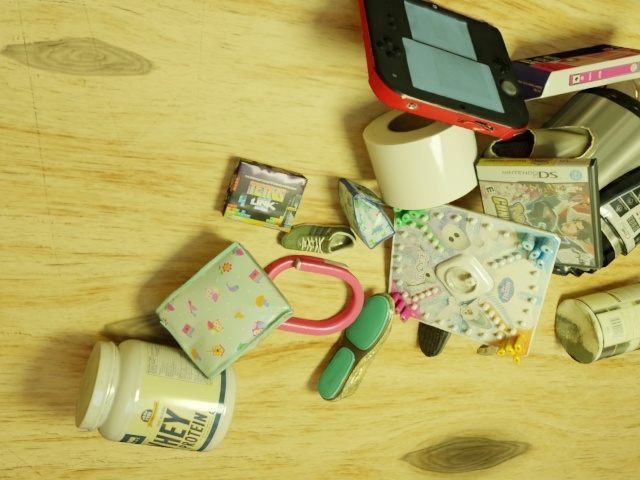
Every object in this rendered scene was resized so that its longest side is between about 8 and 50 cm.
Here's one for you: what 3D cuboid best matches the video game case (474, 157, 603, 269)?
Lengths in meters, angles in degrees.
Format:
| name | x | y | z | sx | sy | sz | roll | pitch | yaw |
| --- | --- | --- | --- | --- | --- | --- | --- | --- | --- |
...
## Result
| name | x | y | z | sx | sy | sz | roll | pitch | yaw |
| --- | --- | --- | --- | --- | --- | --- | --- | --- | --- |
| video game case | 0.487 | -0.059 | 1.395 | 0.035 | 0.248 | 0.274 | -52 | 134 | -40 |

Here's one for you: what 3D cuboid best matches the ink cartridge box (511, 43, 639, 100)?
| name | x | y | z | sx | sy | sz | roll | pitch | yaw |
| --- | --- | --- | --- | --- | --- | --- | --- | --- | --- |
| ink cartridge box | 0.593 | -0.411 | 1.526 | 0.371 | 0.176 | 0.069 | -16 | 117 | -12 |

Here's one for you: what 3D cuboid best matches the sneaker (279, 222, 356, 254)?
| name | x | y | z | sx | sy | sz | roll | pitch | yaw |
| --- | --- | --- | --- | --- | --- | --- | --- | --- | --- |
| sneaker | 0.000 | 0.000 | 1.552 | 0.192 | 0.086 | 0.064 | -5 | 115 | -17 |

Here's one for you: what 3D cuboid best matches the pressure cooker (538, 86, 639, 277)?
| name | x | y | z | sx | sy | sz | roll | pitch | yaw |
| --- | --- | --- | --- | --- | --- | --- | --- | --- | --- |
| pressure cooker | 0.646 | -0.119 | 1.574 | 0.420 | 0.370 | 0.375 | -44 | 165 | 4 |

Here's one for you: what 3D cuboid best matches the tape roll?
| name | x | y | z | sx | sy | sz | roll | pitch | yaw |
| --- | --- | --- | --- | --- | --- | --- | --- | --- | --- |
| tape roll | 0.237 | -0.205 | 1.454 | 0.246 | 0.246 | 0.169 | -25 | 120 | -8 |

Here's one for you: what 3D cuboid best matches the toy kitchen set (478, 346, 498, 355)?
| name | x | y | z | sx | sy | sz | roll | pitch | yaw |
| --- | --- | --- | --- | --- | --- | --- | --- | --- | --- |
| toy kitchen set | 0.505 | 0.301 | 1.904 | 0.068 | 0.075 | 0.083 | 18 | 66 | -29 |

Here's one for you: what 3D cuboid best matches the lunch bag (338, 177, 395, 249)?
| name | x | y | z | sx | sy | sz | roll | pitch | yaw |
| --- | --- | --- | --- | --- | --- | --- | --- | --- | --- |
| lunch bag | 0.103 | -0.076 | 1.530 | 0.096 | 0.129 | 0.151 | -36 | 118 | 1 |

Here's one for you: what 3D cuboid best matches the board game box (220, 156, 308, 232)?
| name | x | y | z | sx | sy | sz | roll | pitch | yaw |
| --- | --- | --- | --- | --- | --- | --- | --- | --- | --- |
| board game box | -0.132 | -0.105 | 1.479 | 0.170 | 0.048 | 0.141 | 12 | 110 | -24 |

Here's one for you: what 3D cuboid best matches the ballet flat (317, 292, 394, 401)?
| name | x | y | z | sx | sy | sz | roll | pitch | yaw |
| --- | --- | --- | --- | --- | --- | --- | --- | --- | --- |
| ballet flat | 0.113 | 0.294 | 1.723 | 0.123 | 0.123 | 0.348 | 24 | 103 | -27 |

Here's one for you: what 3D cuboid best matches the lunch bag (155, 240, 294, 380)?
| name | x | y | z | sx | sy | sz | roll | pitch | yaw |
| --- | --- | --- | --- | --- | --- | --- | --- | --- | --- |
| lunch bag | -0.224 | 0.167 | 1.466 | 0.262 | 0.160 | 0.223 | -40 | 86 | -3 |

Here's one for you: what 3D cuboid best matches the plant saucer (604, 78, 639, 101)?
| name | x | y | z | sx | sy | sz | roll | pitch | yaw |
| --- | --- | --- | --- | --- | --- | --- | --- | --- | --- |
| plant saucer | 0.810 | -0.373 | 1.692 | 0.169 | 0.029 | 0.168 | -6 | 105 | -24 |

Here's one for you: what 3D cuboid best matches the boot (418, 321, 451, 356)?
| name | x | y | z | sx | sy | sz | roll | pitch | yaw |
| --- | --- | --- | --- | --- | --- | --- | --- | --- | --- |
| boot | 0.425 | 0.190 | 1.781 | 0.223 | 0.118 | 0.338 | 7 | 115 | -28 |

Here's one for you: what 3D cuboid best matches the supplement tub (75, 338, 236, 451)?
| name | x | y | z | sx | sy | sz | roll | pitch | yaw |
| --- | --- | --- | --- | --- | --- | --- | --- | --- | --- |
| supplement tub | -0.389 | 0.367 | 1.494 | 0.325 | 0.235 | 0.235 | 17 | 107 | -25 |

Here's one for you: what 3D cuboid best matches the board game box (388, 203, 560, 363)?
| name | x | y | z | sx | sy | sz | roll | pitch | yaw |
| --- | --- | --- | --- | --- | --- | --- | --- | --- | --- |
| board game box | 0.350 | 0.101 | 1.553 | 0.050 | 0.390 | 0.389 | -49 | 148 | -45 |

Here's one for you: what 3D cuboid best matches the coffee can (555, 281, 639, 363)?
| name | x | y | z | sx | sy | sz | roll | pitch | yaw |
| --- | --- | --- | --- | --- | --- | --- | --- | --- | --- |
| coffee can | 0.899 | 0.249 | 1.923 | 0.275 | 0.201 | 0.201 | -10 | 116 | -15 |

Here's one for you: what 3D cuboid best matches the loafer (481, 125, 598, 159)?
| name | x | y | z | sx | sy | sz | roll | pitch | yaw |
| --- | --- | --- | --- | --- | --- | --- | --- | --- | --- |
| loafer | 0.485 | -0.201 | 1.390 | 0.251 | 0.087 | 0.094 | -11 | 75 | 13 |

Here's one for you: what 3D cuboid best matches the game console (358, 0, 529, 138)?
| name | x | y | z | sx | sy | sz | roll | pitch | yaw |
| --- | --- | --- | --- | --- | --- | --- | --- | --- | --- |
| game console | 0.265 | -0.393 | 1.354 | 0.387 | 0.341 | 0.060 | 10 | 150 | -24 |

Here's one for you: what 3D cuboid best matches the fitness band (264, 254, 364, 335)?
| name | x | y | z | sx | sy | sz | roll | pitch | yaw |
| --- | --- | --- | --- | --- | --- | --- | --- | --- | --- |
| fitness band | -0.025 | 0.147 | 1.630 | 0.291 | 0.054 | 0.209 | 13 | 109 | -23 |
